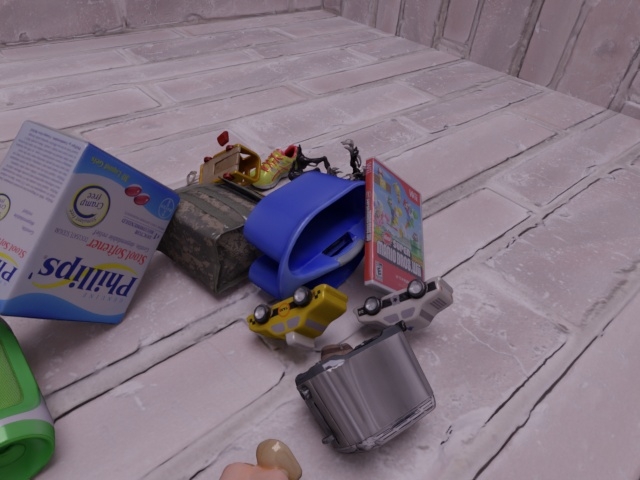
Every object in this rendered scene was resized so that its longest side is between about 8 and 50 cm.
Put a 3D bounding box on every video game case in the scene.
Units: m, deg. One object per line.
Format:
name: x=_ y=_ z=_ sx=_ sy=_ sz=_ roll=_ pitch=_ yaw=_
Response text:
video game case: x=0.162 y=-0.013 z=0.945 sx=0.025 sy=0.204 sz=0.285 roll=-17 pitch=59 yaw=38

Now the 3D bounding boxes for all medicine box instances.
medicine box: x=-0.436 y=-0.015 z=0.794 sx=0.149 sy=0.263 sz=0.289 roll=21 pitch=83 yaw=19

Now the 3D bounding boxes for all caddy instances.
caddy: x=0.000 y=0.000 z=0.937 sx=0.179 sy=0.241 sz=0.341 roll=23 pitch=42 yaw=30

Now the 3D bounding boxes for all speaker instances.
speaker: x=-0.519 y=0.232 z=0.684 sx=0.131 sy=0.131 sz=0.297 roll=-27 pitch=49 yaw=-33

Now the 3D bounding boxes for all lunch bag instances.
lunch bag: x=-0.198 y=-0.039 z=1.022 sx=0.235 sy=0.168 sz=0.287 roll=29 pitch=37 yaw=31

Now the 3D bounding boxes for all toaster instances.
toaster: x=0.082 y=0.238 z=0.717 sx=0.227 sy=0.129 sz=0.146 roll=-19 pitch=73 yaw=-32

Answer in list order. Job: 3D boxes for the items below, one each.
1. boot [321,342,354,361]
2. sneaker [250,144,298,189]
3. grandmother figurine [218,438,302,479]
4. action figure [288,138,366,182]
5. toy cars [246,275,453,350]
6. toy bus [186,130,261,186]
boot: x=0.017 y=0.232 z=0.815 sx=0.119 sy=0.042 sz=0.087 roll=-6 pitch=34 yaw=-15
sneaker: x=-0.139 y=-0.224 z=1.306 sx=0.082 sy=0.094 sz=0.208 roll=31 pitch=47 yaw=26
grandmother figurine: x=-0.127 y=0.391 z=0.478 sx=0.104 sy=0.207 sz=0.342 roll=31 pitch=24 yaw=4
action figure: x=0.052 y=-0.194 z=1.254 sx=0.276 sy=0.140 sz=0.164 roll=13 pitch=50 yaw=11
toy cars: x=0.062 y=0.149 z=0.826 sx=0.394 sy=0.176 sz=0.087 roll=-3 pitch=58 yaw=-10
toy bus: x=-0.256 y=-0.184 z=1.227 sx=0.104 sy=0.191 sz=0.202 roll=23 pitch=17 yaw=-45
